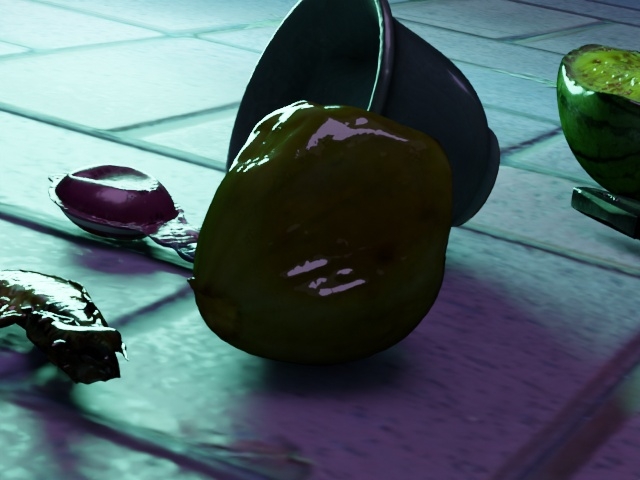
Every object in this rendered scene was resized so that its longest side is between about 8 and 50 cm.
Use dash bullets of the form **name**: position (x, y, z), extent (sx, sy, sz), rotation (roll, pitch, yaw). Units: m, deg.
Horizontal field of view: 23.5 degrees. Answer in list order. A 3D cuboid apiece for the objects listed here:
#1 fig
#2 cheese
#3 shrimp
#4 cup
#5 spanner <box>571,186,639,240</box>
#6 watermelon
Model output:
- **fig**: position (0.000, 0.000, 0.852), extent (0.154, 0.144, 0.166), rotation (-21, 17, 42)
- **cheese**: position (-0.122, -0.019, 1.027), extent (0.145, 0.038, 0.095), rotation (26, 25, 31)
- **shrimp**: position (-0.180, 0.042, 0.785), extent (0.147, 0.035, 0.195), rotation (4, 10, -25)
- **cup**: position (0.045, -0.068, 1.086), extent (0.150, 0.199, 0.199), rotation (21, 9, -29)
- **spanner**: position (0.316, 0.016, 1.131), extent (0.095, 0.040, 0.324), rotation (-8, 24, -43)
- **watermelon**: position (0.299, -0.093, 1.332), extent (0.204, 0.127, 0.232), rotation (5, 18, -13)
